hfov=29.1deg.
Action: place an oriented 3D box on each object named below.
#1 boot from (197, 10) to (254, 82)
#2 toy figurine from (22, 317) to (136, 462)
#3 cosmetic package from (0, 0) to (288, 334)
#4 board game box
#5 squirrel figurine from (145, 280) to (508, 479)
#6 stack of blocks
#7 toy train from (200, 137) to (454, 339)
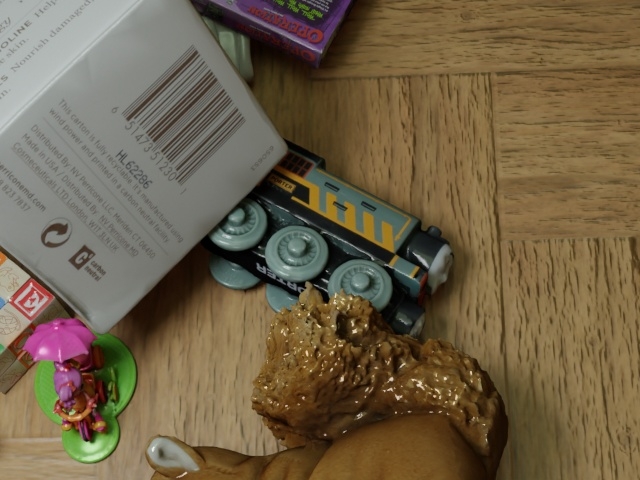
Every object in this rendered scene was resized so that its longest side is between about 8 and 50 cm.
[{"bbox_3d":[-0.155,-0.325,1.712,0.124,0.095,0.258,-7,74,-4],"label":"boot"},{"bbox_3d":[-0.297,0.163,1.463,0.130,0.159,0.173,-10,66,1],"label":"toy figurine"},{"bbox_3d":[-0.320,-0.169,1.453,0.327,0.329,0.394,-46,50,-8],"label":"cosmetic package"},{"bbox_3d":[-0.110,-0.393,1.671,0.347,0.056,0.208,27,63,5],"label":"board game box"},{"bbox_3d":[0.002,0.260,1.358,0.371,0.281,0.396,5,67,20],"label":"squirrel figurine"},{"bbox_3d":[-0.485,0.064,1.564,0.297,0.087,0.171,36,74,18],"label":"stack of blocks"},{"bbox_3d":[0.000,0.000,1.526,0.334,0.142,0.190,27,62,16],"label":"toy train"}]
